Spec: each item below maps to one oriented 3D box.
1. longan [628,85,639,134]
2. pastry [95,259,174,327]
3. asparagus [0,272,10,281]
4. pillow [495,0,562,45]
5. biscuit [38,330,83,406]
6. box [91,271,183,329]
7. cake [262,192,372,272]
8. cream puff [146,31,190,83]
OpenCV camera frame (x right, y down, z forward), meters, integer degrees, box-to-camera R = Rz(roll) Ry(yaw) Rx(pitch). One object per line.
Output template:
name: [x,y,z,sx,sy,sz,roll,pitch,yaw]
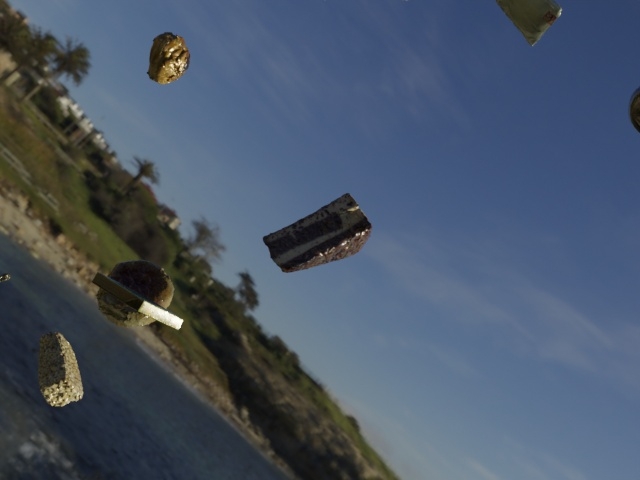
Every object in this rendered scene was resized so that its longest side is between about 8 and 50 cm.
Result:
longan: [0.853,-0.325,2.006,0.189,0.189,0.189,41,-11,10]
pastry: [-0.493,0.144,2.155,0.182,0.193,0.093,22,-43,6]
asparagus: [-0.652,0.090,1.536,0.015,0.127,0.018,42,-43,29]
pillow: [0.502,-0.604,2.002,0.229,0.050,0.128,60,-36,20]
biscuit: [-0.528,0.259,1.626,0.168,0.070,0.082,-120,-169,-48]
box: [-0.392,0.129,1.725,0.193,0.030,0.121,23,-9,43]
cake: [-0.009,0.007,1.876,0.112,0.246,0.135,56,-16,19]
cream puff: [-0.384,-0.459,2.046,0.104,0.133,0.119,20,-6,-12]
